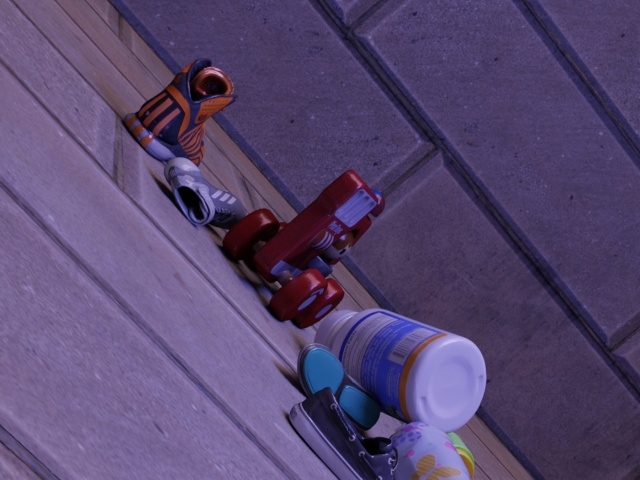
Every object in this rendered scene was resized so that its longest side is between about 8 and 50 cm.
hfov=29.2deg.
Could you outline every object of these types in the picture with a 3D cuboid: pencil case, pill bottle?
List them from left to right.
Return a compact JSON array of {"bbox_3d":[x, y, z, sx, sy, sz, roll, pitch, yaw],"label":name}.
[{"bbox_3d":[0.111,0.190,1.889,0.272,0.152,0.152,16,-26,53],"label":"pill bottle"},{"bbox_3d":[0.165,0.358,1.655,0.273,0.113,0.124,-119,-169,-65],"label":"pencil case"}]

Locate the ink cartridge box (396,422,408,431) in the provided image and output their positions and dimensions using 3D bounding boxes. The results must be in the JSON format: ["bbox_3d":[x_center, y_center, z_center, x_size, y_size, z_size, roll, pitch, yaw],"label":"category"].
[{"bbox_3d":[0.174,0.365,2.179,0.083,0.028,0.048,48,5,-14],"label":"ink cartridge box"}]

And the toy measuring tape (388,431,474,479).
[{"bbox_3d":[0.209,0.379,1.895,0.330,0.121,0.121,47,6,-36],"label":"toy measuring tape"}]

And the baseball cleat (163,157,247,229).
[{"bbox_3d":[-0.183,-0.050,1.983,0.206,0.072,0.109,39,25,-45],"label":"baseball cleat"}]

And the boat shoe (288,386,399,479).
[{"bbox_3d":[0.058,0.272,1.545,0.228,0.076,0.080,49,5,-13],"label":"boat shoe"}]

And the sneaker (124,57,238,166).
[{"bbox_3d":[-0.219,-0.220,2.178,0.124,0.180,0.321,50,5,2],"label":"sneaker"}]

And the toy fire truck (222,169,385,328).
[{"bbox_3d":[0.000,0.000,2.051,0.169,0.254,0.302,51,5,15],"label":"toy fire truck"}]

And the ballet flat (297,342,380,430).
[{"bbox_3d":[0.010,0.210,1.764,0.068,0.072,0.213,16,-23,44],"label":"ballet flat"}]
